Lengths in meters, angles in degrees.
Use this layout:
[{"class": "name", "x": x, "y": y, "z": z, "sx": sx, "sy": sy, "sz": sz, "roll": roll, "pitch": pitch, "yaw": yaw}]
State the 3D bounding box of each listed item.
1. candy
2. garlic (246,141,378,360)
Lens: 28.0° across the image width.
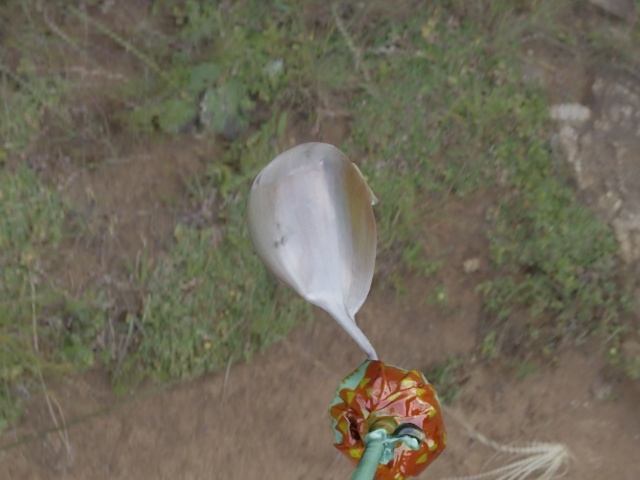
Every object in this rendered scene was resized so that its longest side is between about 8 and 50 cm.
[{"class": "candy", "x": 0.033, "y": 0.123, "z": 0.786, "sx": 0.078, "sy": 0.288, "sz": 0.084, "roll": -40, "pitch": 84, "yaw": 5}, {"class": "garlic", "x": -0.003, "y": 0.003, "z": 1.278, "sx": 0.149, "sy": 0.128, "sz": 0.266, "roll": 10, "pitch": 51, "yaw": -7}]
